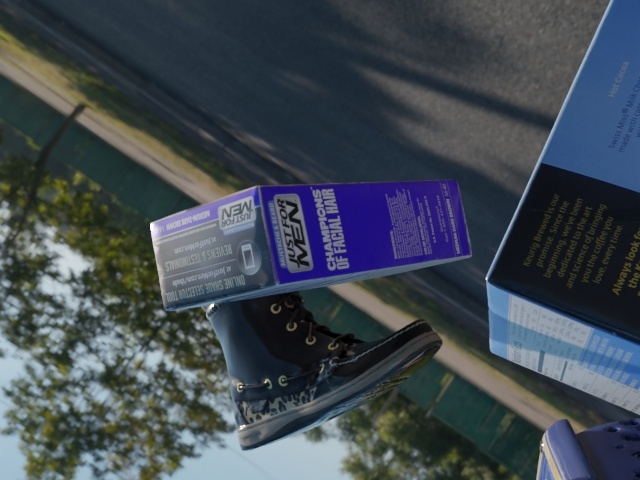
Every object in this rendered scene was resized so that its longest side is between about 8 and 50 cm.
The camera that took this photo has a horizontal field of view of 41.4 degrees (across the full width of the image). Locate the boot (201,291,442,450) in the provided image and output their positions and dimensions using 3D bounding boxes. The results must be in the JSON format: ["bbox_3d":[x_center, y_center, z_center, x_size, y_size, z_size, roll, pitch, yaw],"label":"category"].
[{"bbox_3d":[-0.023,0.131,1.299,0.138,0.377,0.284,0,-118,-54],"label":"boot"}]

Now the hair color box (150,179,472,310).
[{"bbox_3d":[0.000,0.000,0.979,0.185,0.110,0.339,-15,175,42],"label":"hair color box"}]

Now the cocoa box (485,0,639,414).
[{"bbox_3d":[0.304,-0.041,0.696,0.228,0.347,0.231,22,166,19],"label":"cocoa box"}]

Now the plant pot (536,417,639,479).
[{"bbox_3d":[0.412,0.384,1.165,0.212,0.235,0.236,5,-167,3],"label":"plant pot"}]
